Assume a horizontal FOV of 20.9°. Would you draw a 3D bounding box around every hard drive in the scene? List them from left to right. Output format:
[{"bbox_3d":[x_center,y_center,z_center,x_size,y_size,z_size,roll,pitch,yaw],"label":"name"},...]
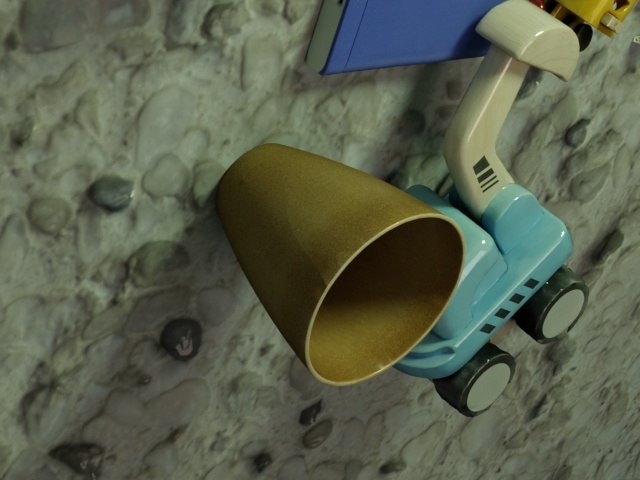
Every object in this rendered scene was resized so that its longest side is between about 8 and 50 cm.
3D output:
[{"bbox_3d":[0.139,-0.307,2.067,0.319,0.040,0.210,-12,132,-41],"label":"hard drive"}]

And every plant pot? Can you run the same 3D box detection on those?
[{"bbox_3d":[0.000,0.000,2.027,0.237,0.254,0.237,-28,141,-26],"label":"plant pot"}]

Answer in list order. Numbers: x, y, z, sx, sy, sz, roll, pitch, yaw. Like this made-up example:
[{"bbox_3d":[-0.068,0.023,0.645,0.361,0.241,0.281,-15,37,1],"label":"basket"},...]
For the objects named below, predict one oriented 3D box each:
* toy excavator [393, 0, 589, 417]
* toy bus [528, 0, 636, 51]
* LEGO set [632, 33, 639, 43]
[{"bbox_3d":[0.201,-0.040,2.242,0.433,0.222,0.445,-45,146,-5],"label":"toy excavator"},{"bbox_3d":[0.348,-0.308,2.243,0.191,0.104,0.202,-30,142,-25],"label":"toy bus"},{"bbox_3d":[0.519,-0.380,2.436,0.244,0.060,0.182,-28,129,-29],"label":"LEGO set"}]
